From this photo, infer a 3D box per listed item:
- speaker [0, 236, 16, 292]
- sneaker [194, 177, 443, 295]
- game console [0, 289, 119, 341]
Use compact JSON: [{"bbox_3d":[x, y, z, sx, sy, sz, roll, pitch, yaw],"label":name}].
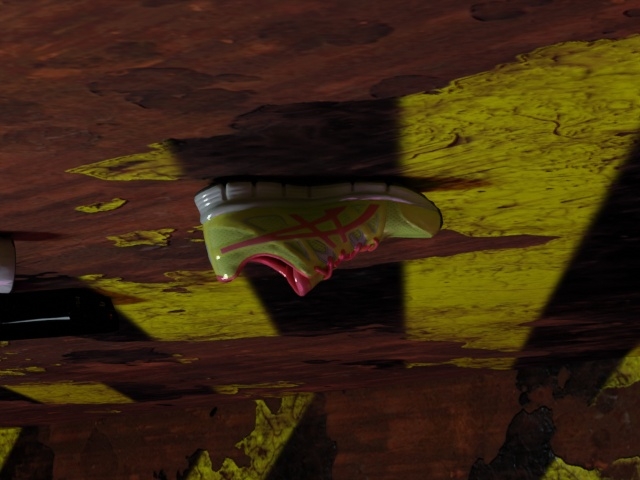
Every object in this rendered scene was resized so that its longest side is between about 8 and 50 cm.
[{"bbox_3d":[-0.356,0.020,1.770,0.136,0.055,0.055,2,170,-22],"label":"speaker"},{"bbox_3d":[0.000,0.000,1.578,0.208,0.094,0.081,-1,169,-9],"label":"sneaker"},{"bbox_3d":[-0.399,0.077,2.136,0.213,0.044,0.361,-6,169,24],"label":"game console"}]
